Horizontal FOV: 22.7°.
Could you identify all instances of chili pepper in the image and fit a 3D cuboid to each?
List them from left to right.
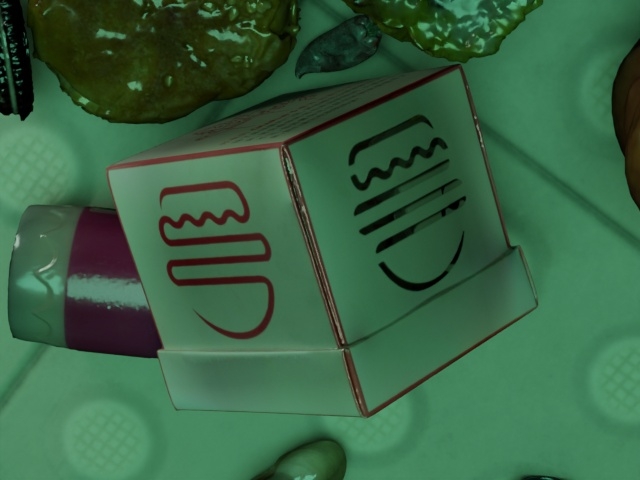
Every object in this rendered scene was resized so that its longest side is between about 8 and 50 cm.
[{"bbox_3d":[0.027,-0.227,1.873,0.153,0.041,0.050,-23,75,46],"label":"chili pepper"}]

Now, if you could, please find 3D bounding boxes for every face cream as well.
[{"bbox_3d":[-0.263,0.048,1.917,0.194,0.175,0.175,6,106,2],"label":"face cream"}]

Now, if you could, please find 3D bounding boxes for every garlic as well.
[{"bbox_3d":[-0.040,0.318,2.015,0.099,0.124,0.174,43,78,7],"label":"garlic"}]

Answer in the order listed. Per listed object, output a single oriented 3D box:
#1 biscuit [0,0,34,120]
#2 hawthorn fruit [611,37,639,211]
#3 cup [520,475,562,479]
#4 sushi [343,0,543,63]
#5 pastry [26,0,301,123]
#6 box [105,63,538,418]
[{"bbox_3d":[-0.367,-0.234,1.840,0.053,0.194,0.195,-11,106,-11],"label":"biscuit"},{"bbox_3d":[0.545,-0.141,1.687,0.471,0.472,0.472,1,106,3],"label":"hawthorn fruit"},{"bbox_3d":[0.273,0.347,2.026,0.100,0.078,0.077,19,115,34],"label":"cup"},{"bbox_3d":[0.110,-0.421,1.731,0.396,0.240,0.351,38,104,-10],"label":"sushi"},{"bbox_3d":[-0.176,-0.271,1.828,0.310,0.162,0.255,-13,115,12],"label":"pastry"},{"bbox_3d":[0.000,0.000,1.761,0.312,0.314,0.300,-3,108,46],"label":"box"}]
